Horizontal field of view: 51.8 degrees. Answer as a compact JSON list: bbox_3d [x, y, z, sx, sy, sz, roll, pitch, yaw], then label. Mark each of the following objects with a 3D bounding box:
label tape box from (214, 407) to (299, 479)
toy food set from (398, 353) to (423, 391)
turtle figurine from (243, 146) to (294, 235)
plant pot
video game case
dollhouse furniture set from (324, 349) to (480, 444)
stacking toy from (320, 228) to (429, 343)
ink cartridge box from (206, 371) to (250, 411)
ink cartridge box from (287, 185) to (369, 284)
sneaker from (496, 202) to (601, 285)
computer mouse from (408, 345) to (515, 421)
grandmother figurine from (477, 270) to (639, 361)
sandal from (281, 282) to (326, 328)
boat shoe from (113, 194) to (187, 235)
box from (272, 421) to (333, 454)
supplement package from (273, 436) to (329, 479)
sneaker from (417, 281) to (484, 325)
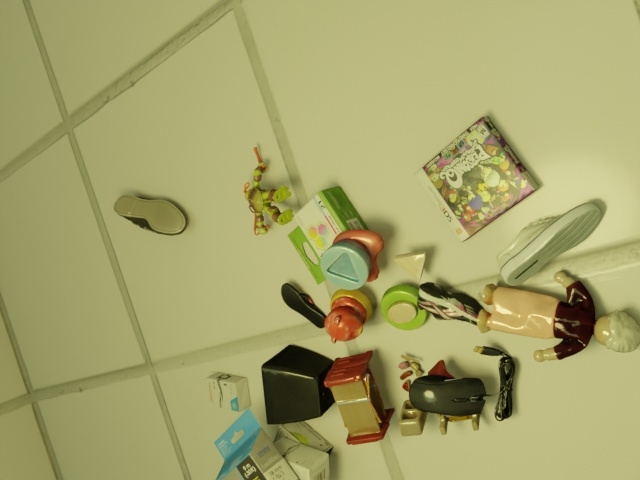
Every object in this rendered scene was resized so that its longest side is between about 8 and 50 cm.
[{"bbox_3d":[-0.202,0.701,1.933,0.334,0.106,0.241,51,126,14],"label":"label tape box"},{"bbox_3d":[0.247,0.368,1.807,0.078,0.019,0.122,16,120,31],"label":"toy food set"},{"bbox_3d":[-0.168,-0.131,1.923,0.217,0.087,0.270,20,110,53],"label":"turtle figurine"},{"bbox_3d":[-0.052,0.434,1.961,0.166,0.187,0.188,1,102,26],"label":"plant pot"},{"bbox_3d":[0.364,-0.141,1.570,0.232,0.041,0.210,-40,78,37],"label":"video game case"},{"bbox_3d":[0.220,0.402,1.758,0.374,0.152,0.201,-14,103,21],"label":"dollhouse furniture set"},{"bbox_3d":[0.131,0.140,1.700,0.279,0.130,0.309,8,122,21],"label":"stacking toy"},{"bbox_3d":[-0.330,0.517,2.265,0.180,0.060,0.104,0,102,38],"label":"ink cartridge box"},{"bbox_3d":[0.000,0.000,1.854,0.255,0.097,0.189,-41,76,36],"label":"ink cartridge box"},{"bbox_3d":[0.496,-0.009,1.472,0.258,0.094,0.091,-40,43,24],"label":"sneaker"},{"bbox_3d":[0.353,0.344,1.596,0.262,0.060,0.184,8,94,-3],"label":"computer mouse"},{"bbox_3d":[0.537,0.174,1.484,0.342,0.104,0.208,11,96,33],"label":"grandmother figurine"},{"bbox_3d":[-0.047,0.194,1.983,0.179,0.040,0.067,40,129,6],"label":"sandal"},{"bbox_3d":[-0.575,-0.084,2.298,0.335,0.095,0.112,17,76,30],"label":"boat shoe"},{"bbox_3d":[-0.088,0.723,2.112,0.169,0.087,0.290,36,120,25],"label":"box"},{"bbox_3d":[-0.075,0.677,1.967,0.179,0.105,0.105,8,107,34],"label":"supplement package"},{"bbox_3d":[0.324,0.171,1.656,0.178,0.072,0.077,27,128,15],"label":"sneaker"}]
